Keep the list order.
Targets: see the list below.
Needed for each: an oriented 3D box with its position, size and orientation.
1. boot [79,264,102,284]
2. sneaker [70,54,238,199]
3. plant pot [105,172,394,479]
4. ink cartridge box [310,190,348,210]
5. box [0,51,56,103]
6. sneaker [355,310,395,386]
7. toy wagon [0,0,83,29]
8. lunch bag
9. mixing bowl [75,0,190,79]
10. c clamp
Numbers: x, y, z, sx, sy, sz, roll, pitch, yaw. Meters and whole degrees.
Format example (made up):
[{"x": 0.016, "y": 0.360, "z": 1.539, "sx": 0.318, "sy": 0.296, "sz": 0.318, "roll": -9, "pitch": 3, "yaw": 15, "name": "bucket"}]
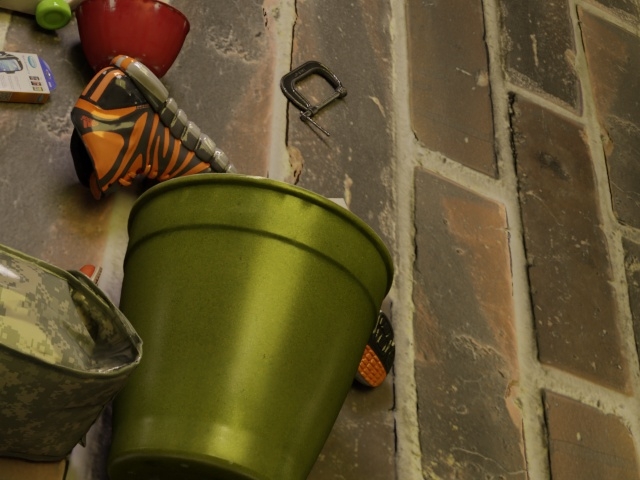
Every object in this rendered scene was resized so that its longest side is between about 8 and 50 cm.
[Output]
[{"x": -0.357, "y": 0.069, "z": 1.628, "sx": 0.084, "sy": 0.059, "sz": 0.158, "roll": 37, "pitch": 43, "yaw": 2, "name": "boot"}, {"x": -0.255, "y": -0.106, "z": 1.813, "sx": 0.180, "sy": 0.124, "sz": 0.321, "roll": -51, "pitch": 119, "yaw": -16, "name": "sneaker"}, {"x": -0.113, "y": 0.164, "z": 1.551, "sx": 0.366, "sy": 0.366, "sz": 0.353, "roll": 24, "pitch": 57, "yaw": -19, "name": "plant pot"}, {"x": 0.000, "y": 0.000, "z": 1.924, "sx": 0.090, "sy": 0.092, "sz": 0.143, "roll": -1, "pitch": 58, "yaw": -38, "name": "ink cartridge box"}, {"x": -0.468, "y": -0.246, "z": 1.824, "sx": 0.136, "sy": 0.028, "sz": 0.081, "roll": 0, "pitch": 55, "yaw": -39, "name": "box"}, {"x": 0.013, "y": 0.112, "z": 1.845, "sx": 0.099, "sy": 0.121, "sz": 0.262, "roll": -44, "pitch": 111, "yaw": -33, "name": "sneaker"}, {"x": -0.466, "y": -0.455, "z": 1.969, "sx": 0.344, "sy": 0.068, "sz": 0.267, "roll": 8, "pitch": 52, "yaw": -33, "name": "toy wagon"}, {"x": -0.373, "y": 0.137, "z": 1.423, "sx": 0.287, "sy": 0.235, "sz": 0.169, "roll": 23, "pitch": 42, "yaw": -20, "name": "lunch bag"}, {"x": -0.300, "y": -0.303, "z": 1.912, "sx": 0.181, "sy": 0.181, "sz": 0.098, "roll": 13, "pitch": 72, "yaw": -29, "name": "mixing bowl"}, {"x": -0.005, "y": -0.262, "z": 2.194, "sx": 0.137, "sy": 0.022, "sz": 0.161, "roll": 39, "pitch": 43, "yaw": 3, "name": "c clamp"}]
